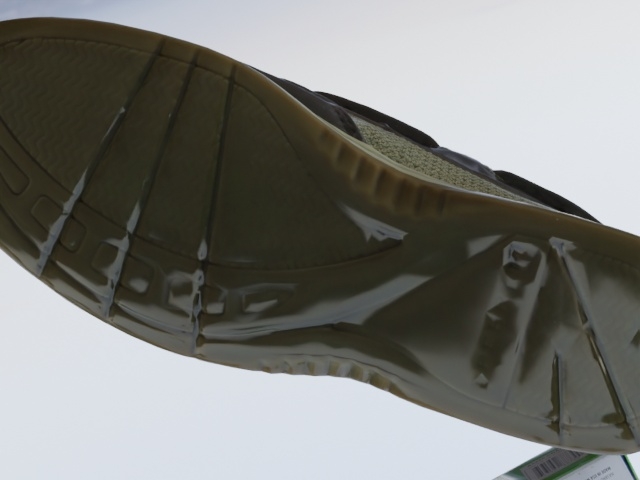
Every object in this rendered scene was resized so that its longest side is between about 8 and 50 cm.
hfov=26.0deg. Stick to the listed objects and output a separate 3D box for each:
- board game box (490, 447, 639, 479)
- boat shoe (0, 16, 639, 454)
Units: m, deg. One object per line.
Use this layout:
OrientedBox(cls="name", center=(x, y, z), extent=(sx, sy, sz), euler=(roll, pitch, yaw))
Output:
OrientedBox(cls="board game box", center=(0.147, 0.310, 0.857), extent=(0.242, 0.316, 0.064), euler=(-28, -176, 1))
OrientedBox(cls="boat shoe", center=(0.001, -0.001, 0.397), extent=(0.224, 0.080, 0.073), euler=(19, -175, 2))
